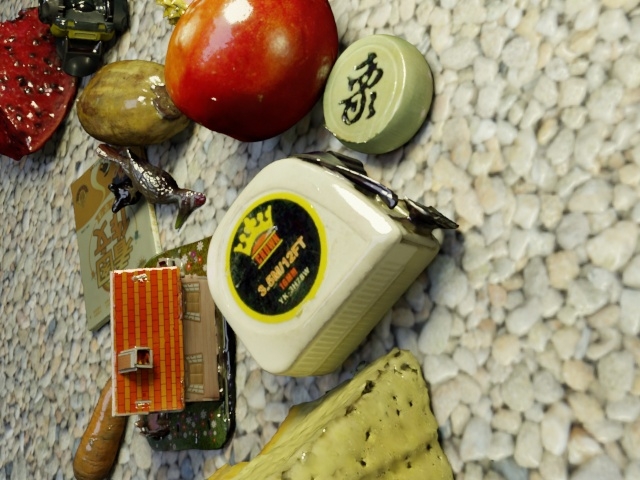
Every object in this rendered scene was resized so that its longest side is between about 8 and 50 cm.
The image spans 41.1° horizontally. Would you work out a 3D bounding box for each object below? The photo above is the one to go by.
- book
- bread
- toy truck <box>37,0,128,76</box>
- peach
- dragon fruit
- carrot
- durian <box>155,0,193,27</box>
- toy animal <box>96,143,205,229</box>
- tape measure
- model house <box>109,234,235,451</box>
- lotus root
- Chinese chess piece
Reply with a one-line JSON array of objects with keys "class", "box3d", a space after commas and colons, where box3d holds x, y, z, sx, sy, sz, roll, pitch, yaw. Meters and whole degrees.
[{"class": "book", "box3d": [-0.344, -0.023, 1.429, 0.208, 0.020, 0.295, -36, 56, 33]}, {"class": "bread", "box3d": [-0.050, 0.236, 0.863, 0.248, 0.315, 0.279, -33, 48, 34]}, {"class": "toy truck", "box3d": [-0.449, -0.420, 1.568, 0.165, 0.147, 0.224, 115, 144, -44]}, {"class": "peach", "box3d": [-0.084, -0.244, 1.093, 0.243, 0.199, 0.243, -44, 25, 26]}, {"class": "dragon fruit", "box3d": [-0.639, -0.325, 1.658, 0.330, 0.240, 0.302, 0, 60, 39]}, {"class": "carrot", "box3d": [-0.328, 0.285, 1.300, 0.060, 0.060, 0.186, 25, 97, 46]}, {"class": "durian", "box3d": [-0.185, -0.384, 1.316, 0.132, 0.165, 0.182, -11, 95, 3]}, {"class": "toy animal", "box3d": [-0.259, -0.084, 1.316, 0.202, 0.070, 0.105, 19, 126, 27]}, {"class": "tape measure", "box3d": [0.000, 0.000, 0.995, 0.271, 0.133, 0.231, -51, 56, 21]}, {"class": "model house", "box3d": [-0.238, 0.142, 1.170, 0.207, 0.154, 0.293, -15, 73, 41]}, {"class": "lotus root", "box3d": [-0.305, -0.215, 1.353, 0.260, 0.128, 0.145, 5, 47, 44]}, {"class": "Chinese chess piece", "box3d": [0.066, -0.174, 1.019, 0.144, 0.058, 0.144, -13, 71, 43]}]
